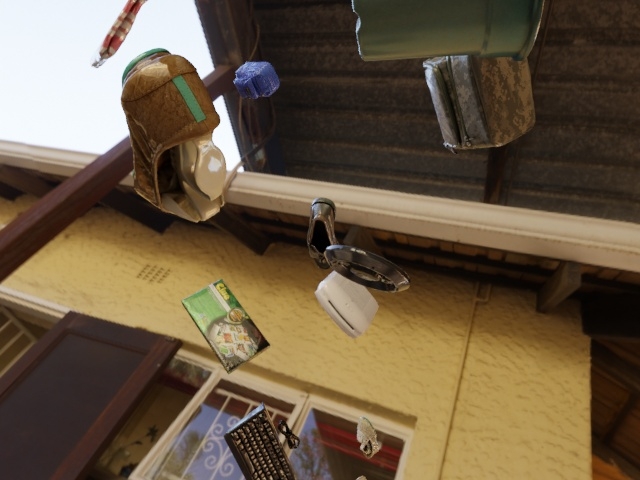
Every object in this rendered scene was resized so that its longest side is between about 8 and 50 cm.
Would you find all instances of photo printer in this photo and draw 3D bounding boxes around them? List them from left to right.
[{"bbox_3d":[0.107,0.244,1.743,0.107,0.307,0.256,-41,-93,18],"label":"photo printer"}]

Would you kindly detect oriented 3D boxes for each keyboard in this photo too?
[{"bbox_3d":[-0.083,0.351,0.727,0.023,0.108,0.180,19,-47,50],"label":"keyboard"}]

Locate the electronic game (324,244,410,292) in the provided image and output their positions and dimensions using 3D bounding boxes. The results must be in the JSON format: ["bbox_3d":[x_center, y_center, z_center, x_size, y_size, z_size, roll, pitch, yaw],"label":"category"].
[{"bbox_3d":[0.116,0.072,1.102,0.229,0.048,0.229,22,-17,7],"label":"electronic game"}]

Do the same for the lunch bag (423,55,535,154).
[{"bbox_3d":[0.437,-0.415,1.259,0.256,0.212,0.305,21,-42,63],"label":"lunch bag"}]

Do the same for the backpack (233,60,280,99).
[{"bbox_3d":[-0.186,-0.470,1.303,0.120,0.101,0.098,12,-31,36],"label":"backpack"}]

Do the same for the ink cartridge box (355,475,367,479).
[{"bbox_3d":[0.044,0.707,1.025,0.193,0.234,0.088,58,-35,35],"label":"ink cartridge box"}]

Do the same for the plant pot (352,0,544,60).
[{"bbox_3d":[0.236,-0.524,0.888,0.334,0.341,0.341,-3,-49,11],"label":"plant pot"}]

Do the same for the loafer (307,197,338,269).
[{"bbox_3d":[0.000,0.000,1.270,0.096,0.084,0.268,6,-45,9],"label":"loafer"}]

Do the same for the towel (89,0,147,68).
[{"bbox_3d":[-0.261,-0.328,0.618,0.029,0.197,0.144,33,-4,-33],"label":"towel"}]

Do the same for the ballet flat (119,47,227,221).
[{"bbox_3d":[-0.176,-0.095,0.572,0.124,0.116,0.342,49,-25,2],"label":"ballet flat"}]

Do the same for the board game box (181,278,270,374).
[{"bbox_3d":[-0.269,0.235,1.232,0.260,0.136,0.030,48,-28,25],"label":"board game box"}]

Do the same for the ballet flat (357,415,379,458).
[{"bbox_3d":[0.132,0.566,1.240,0.057,0.052,0.168,21,-39,44],"label":"ballet flat"}]
